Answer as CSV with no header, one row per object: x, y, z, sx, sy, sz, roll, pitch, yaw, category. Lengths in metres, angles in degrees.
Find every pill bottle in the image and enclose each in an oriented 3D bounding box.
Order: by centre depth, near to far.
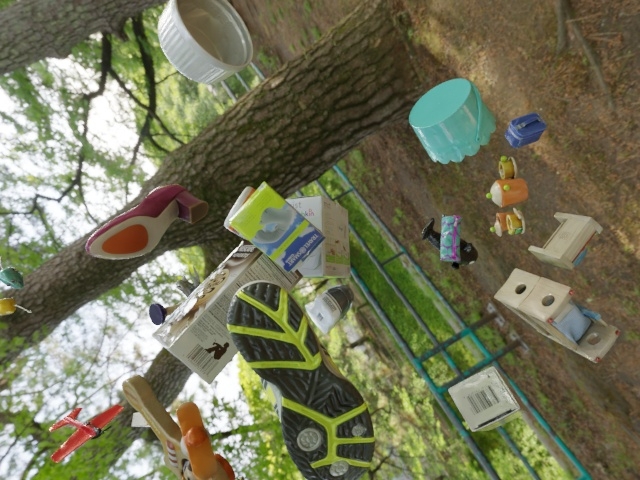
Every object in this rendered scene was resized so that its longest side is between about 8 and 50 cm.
-0.119,-0.031,1.051,0.221,0.121,0.121,31,178,-10,pill bottle

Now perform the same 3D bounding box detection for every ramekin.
-0.268,-0.461,0.954,0.207,0.109,0.206,27,-127,-42,ramekin

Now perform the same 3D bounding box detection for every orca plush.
0.499,0.005,1.511,0.287,0.151,0.102,40,144,-24,orca plush

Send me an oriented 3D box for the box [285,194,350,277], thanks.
0.000,0.000,1.274,0.262,0.127,0.230,13,-107,-69,box

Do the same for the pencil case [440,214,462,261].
0.420,-0.007,1.342,0.070,0.065,0.151,122,153,-77,pencil case

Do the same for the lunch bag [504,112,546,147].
0.580,-0.312,1.170,0.065,0.099,0.067,78,170,-66,lunch bag

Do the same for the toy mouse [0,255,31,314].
-0.758,0.104,0.976,0.031,0.161,0.142,34,-130,-78,toy mouse

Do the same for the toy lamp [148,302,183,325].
-0.422,0.213,1.377,0.275,0.080,0.080,-13,-112,-53,toy lamp

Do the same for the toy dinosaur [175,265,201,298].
-0.282,0.206,1.207,0.314,0.160,0.121,29,-171,-47,toy dinosaur

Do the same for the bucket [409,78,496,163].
0.475,-0.439,1.523,0.183,0.281,0.281,42,-175,-33,bucket

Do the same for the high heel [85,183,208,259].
-0.510,-0.063,1.170,0.182,0.377,0.127,24,119,23,high heel

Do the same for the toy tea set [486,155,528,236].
0.654,-0.127,1.510,0.199,0.125,0.335,-87,-18,-49,toy tea set

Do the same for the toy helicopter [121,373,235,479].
-0.318,0.433,0.912,0.355,0.140,0.234,45,134,12,toy helicopter

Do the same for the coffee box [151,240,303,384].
-0.201,0.139,0.908,0.118,0.297,0.168,51,154,-21,coffee box

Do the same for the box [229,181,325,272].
-0.080,-0.018,0.835,0.178,0.109,0.042,42,-176,-22,box

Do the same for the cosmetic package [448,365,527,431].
0.508,0.481,1.249,0.296,0.153,0.129,35,-156,-54,cosmetic package

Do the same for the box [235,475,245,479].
-0.288,0.816,1.294,0.169,0.059,0.054,-38,-70,-74,box

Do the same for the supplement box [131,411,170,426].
-0.462,0.487,1.136,0.062,0.099,0.036,22,-124,-39,supplement box

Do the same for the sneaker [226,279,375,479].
-0.024,0.230,0.698,0.147,0.145,0.384,-149,36,-80,sneaker

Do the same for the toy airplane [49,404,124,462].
-0.481,0.373,0.843,0.151,0.151,0.028,-139,33,-71,toy airplane

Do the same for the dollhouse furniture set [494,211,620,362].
0.418,0.071,0.680,0.129,0.183,0.129,36,-179,-16,dollhouse furniture set

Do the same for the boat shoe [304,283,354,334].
0.030,0.191,1.203,0.108,0.102,0.301,53,161,13,boat shoe
